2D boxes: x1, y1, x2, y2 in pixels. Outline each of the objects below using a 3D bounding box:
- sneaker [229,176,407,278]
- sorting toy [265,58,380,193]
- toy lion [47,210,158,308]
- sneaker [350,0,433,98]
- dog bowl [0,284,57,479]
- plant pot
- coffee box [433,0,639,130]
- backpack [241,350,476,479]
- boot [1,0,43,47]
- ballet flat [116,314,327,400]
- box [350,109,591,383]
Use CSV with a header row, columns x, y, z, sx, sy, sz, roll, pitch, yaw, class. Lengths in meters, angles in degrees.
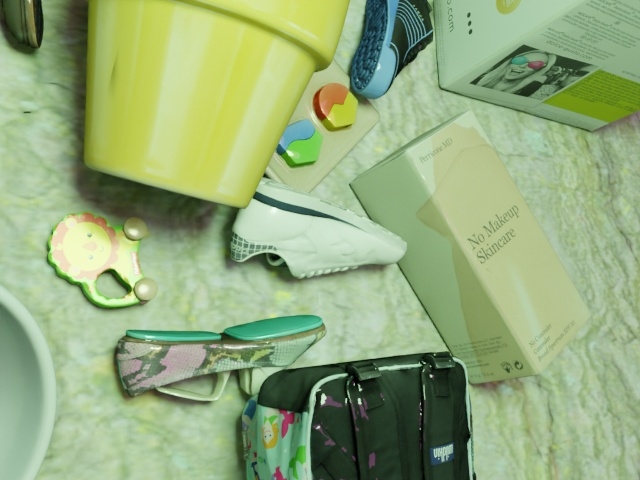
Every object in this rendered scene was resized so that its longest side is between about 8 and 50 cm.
x,y,z,sx,sy,sz,roll,pitch,yaw,class
0.000,0.000,0.870,0.235,0.090,0.094,17,95,-36,sneaker
-0.033,-0.173,0.920,0.193,0.038,0.208,49,55,-11,sorting toy
-0.217,0.019,0.745,0.096,0.034,0.100,-9,80,-28,toy lion
0.104,-0.263,1.000,0.091,0.081,0.232,28,53,-21,sneaker
-0.326,0.125,0.517,0.265,0.104,0.264,-23,122,-44,dog bowl
-0.121,-0.165,0.734,0.254,0.254,0.238,14,93,-30,plant pot
0.397,-0.398,1.091,0.338,0.334,0.337,9,71,-31,coffee box
0.041,0.245,0.742,0.225,0.191,0.253,-1,80,-36,backpack
-0.343,-0.289,0.746,0.106,0.082,0.219,-12,86,-14,boot
-0.097,0.122,0.773,0.222,0.077,0.079,-2,95,-29,ballet flat
0.191,0.011,0.959,0.148,0.121,0.311,-36,97,-35,box
